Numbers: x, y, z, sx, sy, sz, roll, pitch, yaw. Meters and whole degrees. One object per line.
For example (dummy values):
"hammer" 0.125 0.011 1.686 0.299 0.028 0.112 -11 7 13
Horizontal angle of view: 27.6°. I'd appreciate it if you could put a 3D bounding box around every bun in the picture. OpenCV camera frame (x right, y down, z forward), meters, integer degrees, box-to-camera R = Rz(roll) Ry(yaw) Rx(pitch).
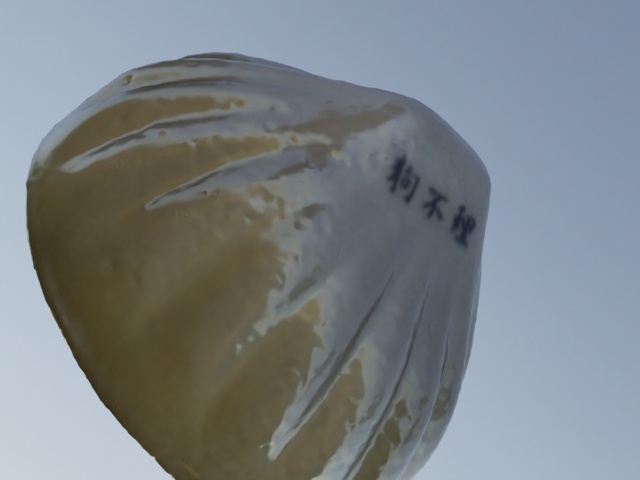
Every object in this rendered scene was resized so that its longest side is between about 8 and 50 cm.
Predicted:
"bun" 0.000 0.000 0.654 0.175 0.263 0.263 -36 -98 21
